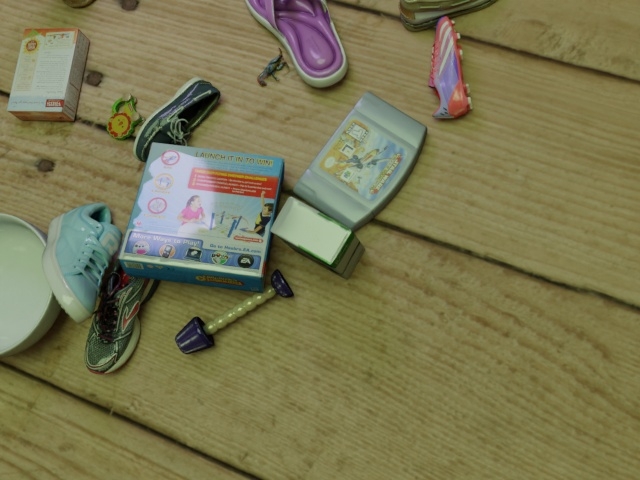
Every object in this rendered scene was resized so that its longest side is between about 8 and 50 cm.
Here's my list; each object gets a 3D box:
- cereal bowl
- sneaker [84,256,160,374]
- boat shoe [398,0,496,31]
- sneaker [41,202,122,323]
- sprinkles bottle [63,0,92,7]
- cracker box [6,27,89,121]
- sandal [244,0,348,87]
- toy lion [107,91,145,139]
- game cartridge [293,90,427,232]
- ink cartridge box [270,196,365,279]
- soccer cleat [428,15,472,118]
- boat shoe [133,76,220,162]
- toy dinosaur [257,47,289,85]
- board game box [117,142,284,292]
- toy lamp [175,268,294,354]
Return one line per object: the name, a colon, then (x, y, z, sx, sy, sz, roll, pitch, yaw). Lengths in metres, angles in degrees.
cereal bowl: (-0.739, 0.114, 1.680, 0.339, 0.141, 0.339, -3, 75, 10)
sneaker: (-0.465, 0.153, 1.636, 0.121, 0.112, 0.299, 15, 80, 14)
boat shoe: (0.326, -0.592, 1.685, 0.302, 0.103, 0.113, -29, 73, 2)
sneaker: (-0.514, 0.024, 1.600, 0.150, 0.135, 0.366, -30, 42, 3)
sprinkles bottle: (-0.669, -0.716, 1.766, 0.121, 0.355, 0.121, -3, 75, 10)
cracker box: (-0.691, -0.422, 1.847, 0.156, 0.067, 0.232, 4, 76, 12)
sandal: (-0.058, -0.552, 1.740, 0.169, 0.102, 0.416, -32, 70, -5)
toy lion: (-0.491, -0.304, 1.801, 0.096, 0.034, 0.100, -29, 72, 10)
game cartridge: (0.101, -0.176, 1.648, 0.198, 0.062, 0.297, 34, 84, 21)
ink cartridge box: (0.000, 0.000, 1.540, 0.153, 0.208, 0.087, 29, 86, 17)
soccer cleat: (0.283, -0.397, 1.659, 0.095, 0.083, 0.248, -11, 77, 12)
boat shoe: (-0.341, -0.279, 1.736, 0.079, 0.095, 0.254, 35, 75, 28)
toy dinosaur: (-0.119, -0.415, 1.767, 0.082, 0.047, 0.090, -27, 39, 12)
board game box: (-0.252, -0.054, 1.599, 0.308, 0.086, 0.302, 8, 62, 2)
toy lamp: (-0.194, 0.161, 1.603, 0.275, 0.080, 0.080, -32, 73, -1)
